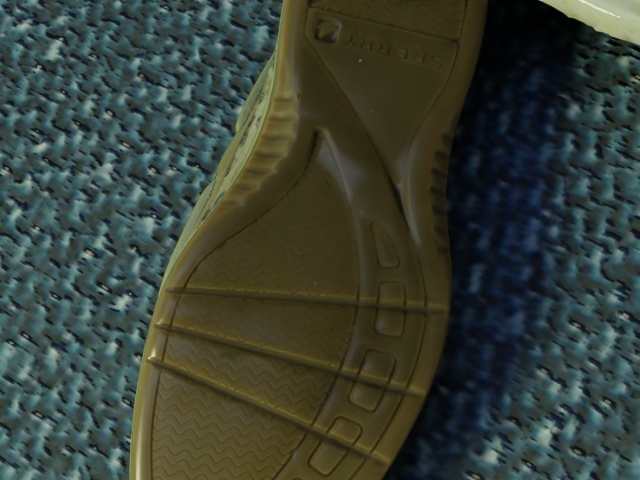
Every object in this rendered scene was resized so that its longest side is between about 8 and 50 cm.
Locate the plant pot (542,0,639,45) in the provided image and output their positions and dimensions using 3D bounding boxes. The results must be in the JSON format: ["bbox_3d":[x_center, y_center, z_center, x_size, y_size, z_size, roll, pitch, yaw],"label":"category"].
[{"bbox_3d":[0.184,-0.279,0.514,0.333,0.305,0.334,-1,56,2],"label":"plant pot"}]

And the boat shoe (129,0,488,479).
[{"bbox_3d":[0.000,0.000,0.602,0.104,0.089,0.285,21,72,-4],"label":"boat shoe"}]
